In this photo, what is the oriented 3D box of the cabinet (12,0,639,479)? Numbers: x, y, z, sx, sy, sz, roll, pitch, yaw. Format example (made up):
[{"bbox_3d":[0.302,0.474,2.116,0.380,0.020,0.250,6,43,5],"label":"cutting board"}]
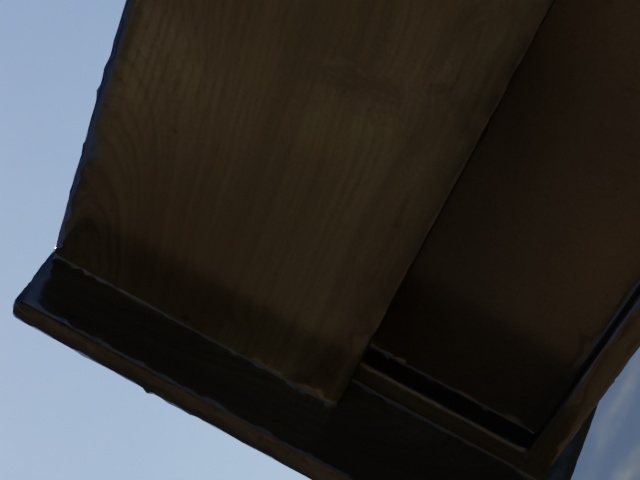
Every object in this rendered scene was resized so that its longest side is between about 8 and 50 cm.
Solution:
[{"bbox_3d":[0.046,-0.071,0.418,0.215,0.148,0.175,-61,-3,-43],"label":"cabinet"}]
